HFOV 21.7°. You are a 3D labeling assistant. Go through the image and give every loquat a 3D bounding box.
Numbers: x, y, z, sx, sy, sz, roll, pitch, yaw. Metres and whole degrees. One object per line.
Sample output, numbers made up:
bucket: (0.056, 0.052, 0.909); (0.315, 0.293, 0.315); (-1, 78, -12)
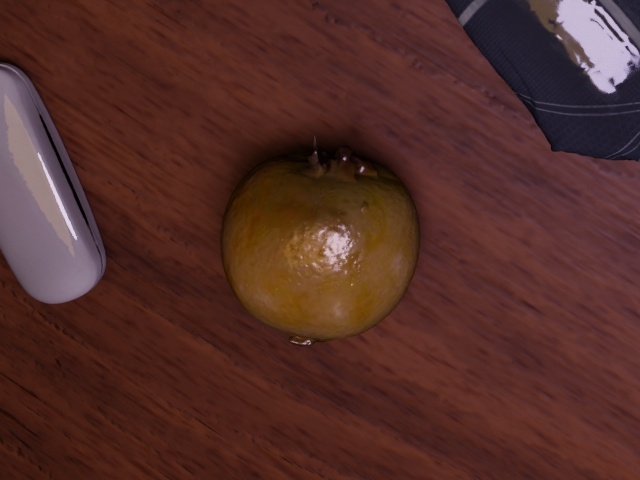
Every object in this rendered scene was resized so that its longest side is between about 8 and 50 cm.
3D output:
loquat: (0.000, 0.000, 1.249); (0.163, 0.137, 0.163); (8, 104, 33)

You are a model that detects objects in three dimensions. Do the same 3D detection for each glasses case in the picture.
glasses case: (-0.240, -0.046, 1.363); (0.081, 0.051, 0.204); (-17, 101, 24)

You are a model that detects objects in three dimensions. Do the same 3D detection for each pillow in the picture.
pillow: (0.168, -0.186, 1.156); (0.161, 0.092, 0.335); (-35, 94, 21)
